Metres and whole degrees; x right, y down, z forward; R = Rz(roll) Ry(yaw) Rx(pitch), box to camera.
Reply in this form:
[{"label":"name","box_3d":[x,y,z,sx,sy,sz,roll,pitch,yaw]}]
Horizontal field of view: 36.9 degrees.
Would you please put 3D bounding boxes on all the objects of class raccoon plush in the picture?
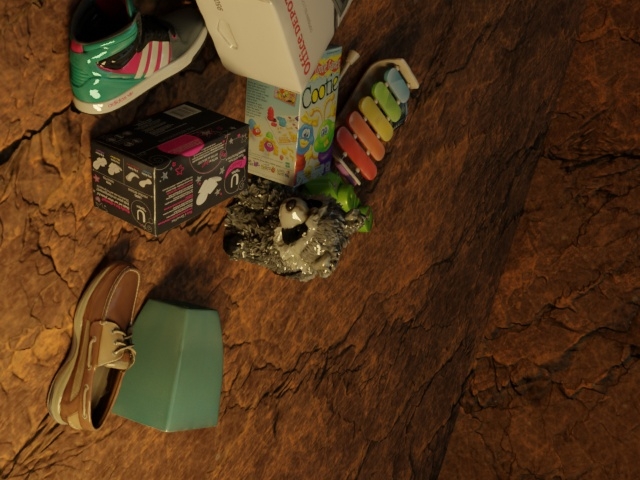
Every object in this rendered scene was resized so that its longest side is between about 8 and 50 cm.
[{"label":"raccoon plush","box_3d":[0.000,0.000,2.096,0.446,0.299,0.216,23,87,-60]}]

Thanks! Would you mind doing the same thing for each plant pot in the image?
[{"label":"plant pot","box_3d":[-0.293,0.240,1.906,0.165,0.166,0.234,10,92,-59]}]

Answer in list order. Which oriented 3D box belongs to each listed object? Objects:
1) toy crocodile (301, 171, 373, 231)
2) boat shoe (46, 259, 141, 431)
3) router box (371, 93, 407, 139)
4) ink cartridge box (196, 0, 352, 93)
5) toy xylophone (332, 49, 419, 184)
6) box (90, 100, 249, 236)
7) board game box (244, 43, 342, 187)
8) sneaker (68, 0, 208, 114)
[{"label":"toy crocodile","box_3d":[0.043,-0.097,2.298,0.340,0.115,0.105,46,49,-59]},{"label":"boat shoe","box_3d":[-0.389,0.198,1.764,0.123,0.116,0.324,14,95,-60]},{"label":"router box","box_3d":[0.176,-0.326,2.448,0.122,0.038,0.092,-42,139,-39]},{"label":"ink cartridge box","box_3d":[-0.044,-0.509,1.718,0.395,0.166,0.285,-63,161,-17]},{"label":"toy xylophone","box_3d":[0.101,-0.301,2.269,0.236,0.081,0.322,34,80,-52]},{"label":"box","box_3d":[-0.267,-0.134,1.724,0.247,0.163,0.142,-32,136,-46]},{"label":"board game box","box_3d":[-0.061,-0.273,1.994,0.142,0.144,0.275,-28,130,-50]},{"label":"sneaker","box_3d":[-0.306,-0.355,1.585,0.295,0.124,0.178,-46,151,-33]}]
